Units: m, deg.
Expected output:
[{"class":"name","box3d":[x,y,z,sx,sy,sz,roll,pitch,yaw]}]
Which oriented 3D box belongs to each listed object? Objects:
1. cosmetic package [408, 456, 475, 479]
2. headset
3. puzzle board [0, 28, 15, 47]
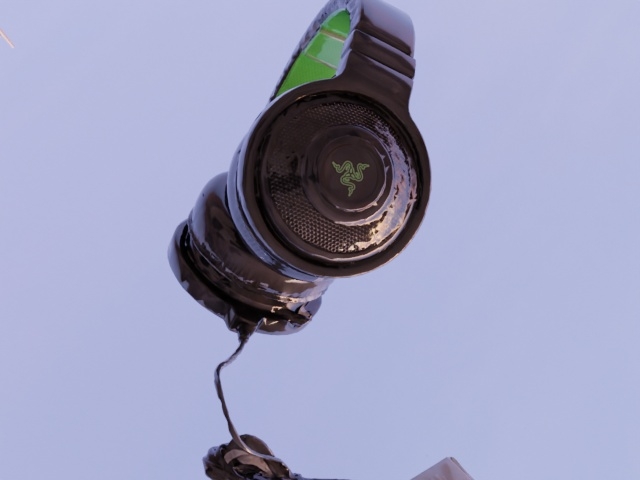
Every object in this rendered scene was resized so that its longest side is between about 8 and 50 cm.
[{"class":"cosmetic package","box3d":[0.039,0.280,0.711,0.238,0.127,0.107,-14,-135,-39]},{"class":"headset","box3d":[0.000,0.000,0.681,0.185,0.243,0.394,24,-122,-15]},{"class":"puzzle board","box3d":[-0.387,-0.272,1.005,0.011,0.096,0.128,-39,-114,-8]}]
